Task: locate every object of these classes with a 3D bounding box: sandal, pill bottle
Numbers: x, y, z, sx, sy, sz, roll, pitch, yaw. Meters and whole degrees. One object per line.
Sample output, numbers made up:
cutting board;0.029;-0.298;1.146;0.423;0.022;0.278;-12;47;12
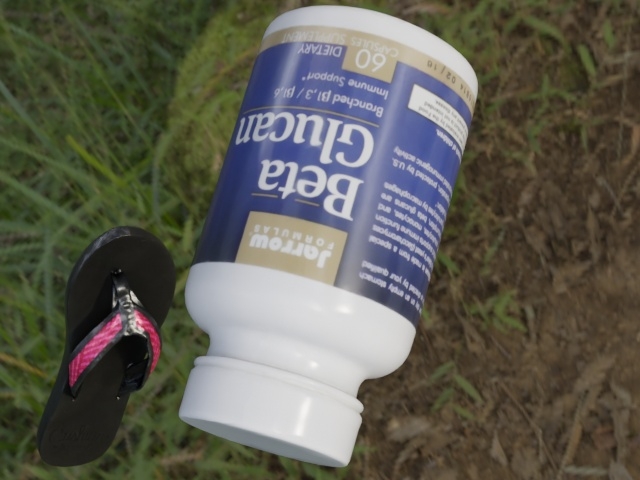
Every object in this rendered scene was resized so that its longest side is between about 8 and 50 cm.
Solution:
sandal;-0.125;0.072;0.761;0.067;0.179;0.040;2;31;-31
pill bottle;0.000;0.000;0.513;0.094;0.094;0.169;9;74;24
